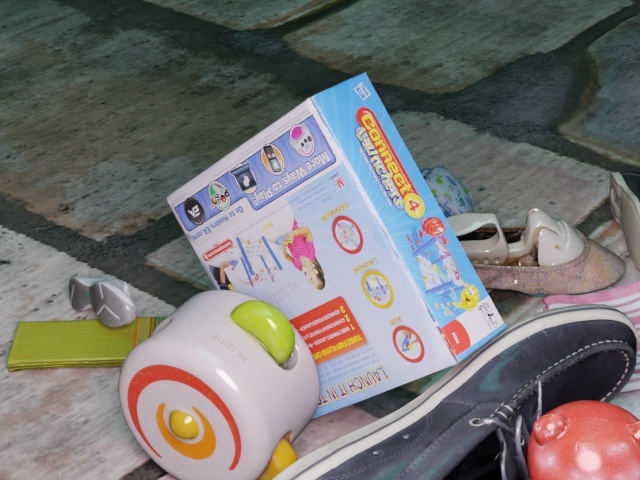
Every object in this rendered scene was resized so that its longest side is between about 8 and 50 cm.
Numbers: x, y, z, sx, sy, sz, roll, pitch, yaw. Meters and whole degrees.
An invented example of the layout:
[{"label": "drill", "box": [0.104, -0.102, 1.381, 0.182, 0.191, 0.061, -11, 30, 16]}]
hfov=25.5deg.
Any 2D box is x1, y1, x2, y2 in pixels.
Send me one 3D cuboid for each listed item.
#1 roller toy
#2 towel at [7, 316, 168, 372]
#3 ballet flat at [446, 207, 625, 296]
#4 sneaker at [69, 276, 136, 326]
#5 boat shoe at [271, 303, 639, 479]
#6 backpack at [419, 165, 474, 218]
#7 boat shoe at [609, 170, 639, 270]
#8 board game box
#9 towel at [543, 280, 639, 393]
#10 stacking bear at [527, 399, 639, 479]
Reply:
[{"label": "roller toy", "box": [-0.111, 0.166, 1.512, 0.191, 0.209, 0.146, 4, 30, 32]}, {"label": "towel", "box": [-0.258, 0.126, 1.738, 0.237, 0.021, 0.102, -2, 26, -1]}, {"label": "ballet flat", "box": [0.246, 0.012, 1.839, 0.316, 0.106, 0.107, -2, 39, -4]}, {"label": "sneaker", "box": [-0.260, 0.070, 1.772, 0.061, 0.053, 0.152, -7, 15, -32]}, {"label": "boat shoe", "box": [0.158, 0.226, 1.435, 0.500, 0.187, 0.156, -27, 46, -29]}, {"label": "backpack", "box": [0.158, -0.049, 1.939, 0.105, 0.084, 0.114, 45, 25, -7]}, {"label": "boat shoe", "box": [0.450, -0.031, 1.932, 0.079, 0.084, 0.233, 0, 29, 0]}, {"label": "board game box", "box": [0.006, 0.020, 1.523, 0.086, 0.302, 0.308, -30, 1, -40]}, {"label": "towel", "box": [0.375, 0.118, 1.743, 0.144, 0.029, 0.197, -9, 33, -13]}, {"label": "stacking bear", "box": [0.230, 0.266, 1.255, 0.175, 0.289, 0.164, 7, 32, 10]}]
